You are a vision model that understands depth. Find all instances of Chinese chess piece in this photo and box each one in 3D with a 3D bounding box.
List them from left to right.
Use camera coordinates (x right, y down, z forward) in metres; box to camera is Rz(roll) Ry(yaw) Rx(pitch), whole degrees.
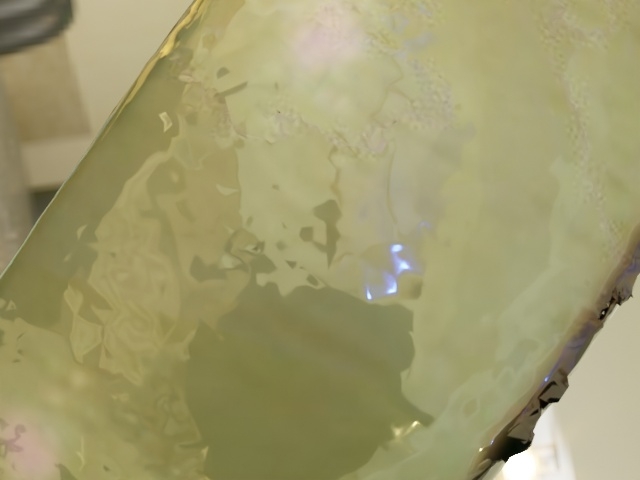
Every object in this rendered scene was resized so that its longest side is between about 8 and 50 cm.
[{"bbox_3d":[0.000,0.000,0.603,0.349,0.146,0.349,-54,-177,4],"label":"Chinese chess piece"}]
